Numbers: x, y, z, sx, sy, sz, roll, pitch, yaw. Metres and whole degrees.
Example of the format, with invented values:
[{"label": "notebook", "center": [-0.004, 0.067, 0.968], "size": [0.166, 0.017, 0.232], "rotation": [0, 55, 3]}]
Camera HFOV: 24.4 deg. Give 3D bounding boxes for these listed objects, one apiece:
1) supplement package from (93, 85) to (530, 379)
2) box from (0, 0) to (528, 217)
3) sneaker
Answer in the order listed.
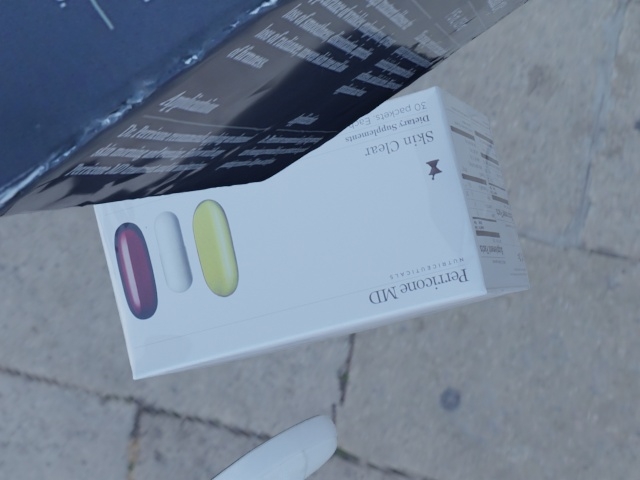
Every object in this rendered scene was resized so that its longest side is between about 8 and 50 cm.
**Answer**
[{"label": "supplement package", "center": [0.000, 0.000, 1.093], "size": [0.262, 0.204, 0.145], "rotation": [-15, 85, 15]}, {"label": "box", "center": [0.027, -0.170, 0.474], "size": [0.312, 0.343, 0.179], "rotation": [-33, 88, 9]}, {"label": "sneaker", "center": [-0.081, 0.275, 1.313], "size": [0.290, 0.106, 0.123], "rotation": [-37, 81, -19]}]
